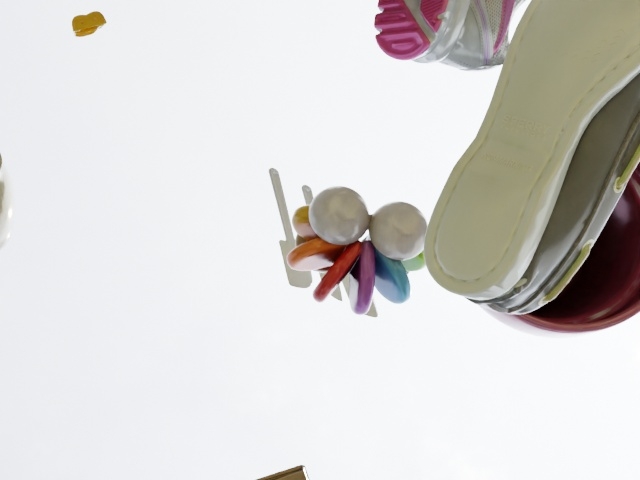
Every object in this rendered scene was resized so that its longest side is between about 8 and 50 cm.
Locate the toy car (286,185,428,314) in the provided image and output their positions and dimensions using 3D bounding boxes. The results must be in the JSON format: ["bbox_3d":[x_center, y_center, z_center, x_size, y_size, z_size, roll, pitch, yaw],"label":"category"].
[{"bbox_3d":[0.045,0.024,1.332,0.182,0.159,0.136,14,-114,-4],"label":"toy car"}]

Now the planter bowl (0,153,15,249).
[{"bbox_3d":[-0.437,-0.065,1.271,0.162,0.109,0.162,17,-138,-16],"label":"planter bowl"}]

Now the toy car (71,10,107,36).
[{"bbox_3d":[-0.130,-0.188,0.722,0.122,0.040,0.060,-35,-80,-16],"label":"toy car"}]

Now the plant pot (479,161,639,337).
[{"bbox_3d":[0.209,-0.004,1.002,0.201,0.180,0.201,0,-99,-3],"label":"plant pot"}]

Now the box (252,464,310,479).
[{"bbox_3d":[-0.064,0.383,1.283,0.164,0.201,0.021,-19,-167,2],"label":"box"}]

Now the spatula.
[{"bbox_3d":[0.000,0.000,1.544,0.168,0.019,0.242,19,-142,-31],"label":"spatula"}]

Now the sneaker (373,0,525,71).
[{"bbox_3d":[0.129,-0.249,0.884,0.111,0.103,0.252,22,-98,-37],"label":"sneaker"}]

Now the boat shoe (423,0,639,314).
[{"bbox_3d":[0.181,-0.089,0.747,0.109,0.091,0.305,31,-87,45],"label":"boat shoe"}]
